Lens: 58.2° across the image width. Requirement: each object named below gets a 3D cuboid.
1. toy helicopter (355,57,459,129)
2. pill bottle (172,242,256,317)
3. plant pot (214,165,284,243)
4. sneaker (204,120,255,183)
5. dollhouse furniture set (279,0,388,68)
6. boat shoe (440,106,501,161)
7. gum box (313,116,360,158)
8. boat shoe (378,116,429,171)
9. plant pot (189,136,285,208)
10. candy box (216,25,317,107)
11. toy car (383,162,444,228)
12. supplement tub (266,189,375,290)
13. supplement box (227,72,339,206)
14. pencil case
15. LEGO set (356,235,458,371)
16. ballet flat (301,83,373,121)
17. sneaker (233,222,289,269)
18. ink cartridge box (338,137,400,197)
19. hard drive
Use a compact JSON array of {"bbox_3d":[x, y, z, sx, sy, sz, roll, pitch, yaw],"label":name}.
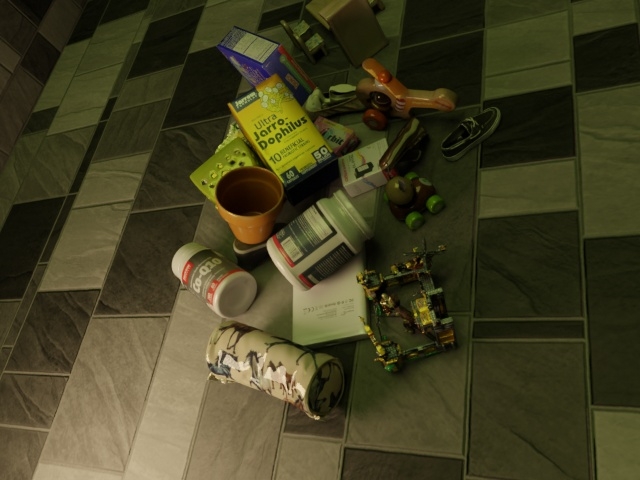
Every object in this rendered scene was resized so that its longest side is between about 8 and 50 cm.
[{"bbox_3d":[0.267,-0.468,1.833,0.355,0.235,0.140,13,69,35],"label":"toy helicopter"},{"bbox_3d":[-0.353,0.121,1.869,0.283,0.161,0.161,29,78,39],"label":"pill bottle"},{"bbox_3d":[-0.215,-0.094,1.783,0.205,0.187,0.205,1,54,-2],"label":"plant pot"},{"bbox_3d":[-0.315,-0.368,2.161,0.385,0.147,0.145,-45,52,0],"label":"sneaker"},{"bbox_3d":[0.055,-0.875,2.193,0.362,0.256,0.394,-37,50,4],"label":"dollhouse furniture set"},{"bbox_3d":[0.458,-0.333,1.747,0.219,0.070,0.078,-43,50,-1],"label":"boat shoe"},{"bbox_3d":[0.039,-0.351,2.002,0.188,0.062,0.107,31,80,39],"label":"gum box"},{"bbox_3d":[0.270,-0.284,1.771,0.257,0.095,0.095,-54,7,-36],"label":"boat shoe"},{"bbox_3d":[-0.268,-0.177,1.974,0.228,0.227,0.207,-40,57,1],"label":"plant pot"},{"bbox_3d":[-0.204,-0.659,2.199,0.317,0.268,0.122,36,87,39],"label":"candy box"},{"bbox_3d":[0.248,-0.153,1.678,0.149,0.188,0.155,-39,50,3],"label":"toy car"},{"bbox_3d":[0.000,0.000,1.662,0.272,0.191,0.191,-37,50,4],"label":"supplement tub"},{"bbox_3d":[-0.116,-0.324,1.883,0.194,0.195,0.356,-34,77,-4],"label":"supplement box"},{"bbox_3d":[-0.130,0.358,1.597,0.411,0.160,0.183,12,90,35],"label":"pencil case"},{"bbox_3d":[0.216,0.157,1.479,0.255,0.192,0.331,-10,55,12],"label":"LEGO set"},{"bbox_3d":[0.035,-0.510,2.075,0.316,0.106,0.107,-8,58,26],"label":"ballet flat"},{"bbox_3d":[-0.177,0.018,1.894,0.222,0.118,0.083,-15,57,-15],"label":"sneaker"},{"bbox_3d":[0.154,-0.234,1.857,0.175,0.072,0.127,-22,54,16],"label":"ink cartridge box"},{"bbox_3d":[0.028,0.141,1.715,0.233,0.047,0.352,-15,56,21],"label":"hard drive"}]
